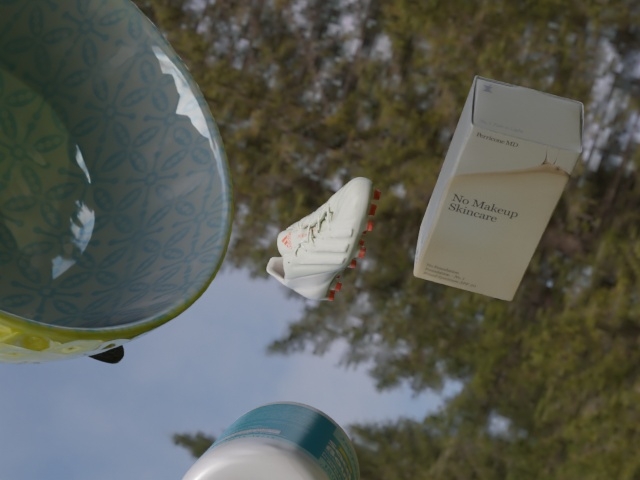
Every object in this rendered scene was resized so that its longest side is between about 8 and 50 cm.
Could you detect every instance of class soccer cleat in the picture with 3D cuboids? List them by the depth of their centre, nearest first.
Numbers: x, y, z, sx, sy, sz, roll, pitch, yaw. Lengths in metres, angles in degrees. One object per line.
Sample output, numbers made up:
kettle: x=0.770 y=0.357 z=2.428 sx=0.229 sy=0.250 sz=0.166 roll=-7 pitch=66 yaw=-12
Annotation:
soccer cleat: x=0.000 y=0.000 z=1.222 sx=0.196 sy=0.076 sz=0.068 roll=119 pitch=169 yaw=-57

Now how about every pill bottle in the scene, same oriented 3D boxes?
pill bottle: x=-0.041 y=0.231 z=1.186 sx=0.264 sy=0.146 sz=0.146 roll=-32 pitch=-40 yaw=-82

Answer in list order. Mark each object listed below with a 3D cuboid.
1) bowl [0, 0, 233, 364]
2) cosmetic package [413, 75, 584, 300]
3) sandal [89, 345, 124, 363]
bowl: x=-0.211 y=-0.039 z=0.763 sx=0.156 sy=0.289 sz=0.289 roll=-36 pitch=2 yaw=35
cosmetic package: x=0.247 y=-0.067 z=1.827 sx=0.309 sy=0.160 sz=0.113 roll=105 pitch=179 yaw=-47
sandal: x=-0.327 y=0.112 z=1.580 sx=0.067 sy=0.179 sz=0.040 roll=-94 pitch=29 yaw=-55
